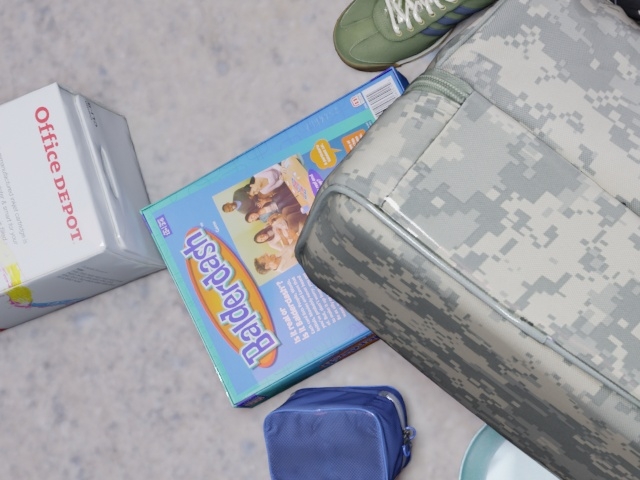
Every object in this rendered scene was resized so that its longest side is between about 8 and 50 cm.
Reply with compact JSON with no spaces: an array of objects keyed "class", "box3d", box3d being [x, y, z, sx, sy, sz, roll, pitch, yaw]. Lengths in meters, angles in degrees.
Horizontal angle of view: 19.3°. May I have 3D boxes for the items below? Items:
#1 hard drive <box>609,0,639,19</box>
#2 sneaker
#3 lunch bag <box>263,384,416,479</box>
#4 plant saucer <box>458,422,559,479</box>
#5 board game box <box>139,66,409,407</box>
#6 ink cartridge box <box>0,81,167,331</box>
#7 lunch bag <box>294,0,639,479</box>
[{"class":"hard drive","box3d":[0.345,-0.224,1.203,0.339,0.064,0.237,20,77,18]},{"class":"sneaker","box3d":[0.087,-0.181,1.286,0.192,0.086,0.064,-25,77,13]},{"class":"lunch bag","box3d":[0.017,0.134,1.284,0.098,0.065,0.067,-1,104,19]},{"class":"plant saucer","box3d":[0.153,0.167,1.263,0.119,0.021,0.119,-2,83,16]},{"class":"board game box","box3d":[0.000,0.000,1.313,0.210,0.047,0.160,-28,78,11]},{"class":"ink cartridge box","box3d":[-0.220,-0.015,1.338,0.176,0.127,0.128,-20,78,14]},{"class":"lunch bag","box3d":[0.175,-0.011,1.159,0.305,0.212,0.256,37,73,4]}]
